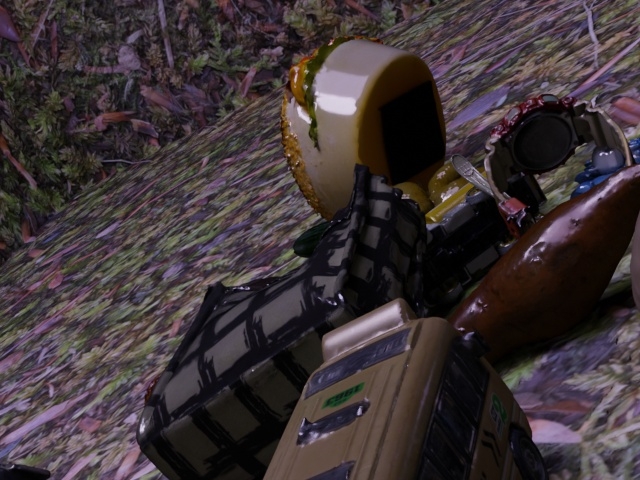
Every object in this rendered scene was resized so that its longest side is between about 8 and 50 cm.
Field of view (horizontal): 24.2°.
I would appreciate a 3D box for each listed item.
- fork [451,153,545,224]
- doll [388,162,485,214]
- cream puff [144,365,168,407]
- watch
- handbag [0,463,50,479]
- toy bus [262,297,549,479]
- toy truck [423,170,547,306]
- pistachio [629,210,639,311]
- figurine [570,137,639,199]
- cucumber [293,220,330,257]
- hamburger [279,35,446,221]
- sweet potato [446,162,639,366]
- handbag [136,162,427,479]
[{"bbox_3d":[0.226,-0.045,1.747,0.034,0.028,0.219,-37,52,-9],"label":"fork"},{"bbox_3d":[0.175,-0.038,2.007,0.209,0.097,0.137,-15,49,5],"label":"doll"},{"bbox_3d":[-0.164,0.192,1.929,0.149,0.084,0.149,-28,15,8],"label":"cream puff"},{"bbox_3d":[0.274,-0.057,1.660,0.164,0.102,0.268,-19,39,12],"label":"watch"},{"bbox_3d":[-0.365,0.400,1.494,0.275,0.178,0.302,-44,8,21],"label":"handbag"},{"bbox_3d":[0.058,0.208,1.180,0.177,0.202,0.365,-28,15,22],"label":"toy bus"},{"bbox_3d":[0.183,-0.013,1.846,0.227,0.098,0.114,-36,16,-17],"label":"toy truck"},{"bbox_3d":[0.338,0.005,1.267,0.166,0.197,0.288,-29,3,-1],"label":"pistachio"},{"bbox_3d":[0.340,-0.079,1.760,0.114,0.079,0.114,-27,21,12],"label":"figurine"},{"bbox_3d":[0.000,0.000,2.287,0.105,0.048,0.048,-22,18,43],"label":"cucumber"},{"bbox_3d":[0.060,-0.161,2.214,0.179,0.294,0.276,1,25,37],"label":"hamburger"},{"bbox_3d":[0.233,0.043,1.535,0.359,0.112,0.112,-48,8,22],"label":"sweet potato"},{"bbox_3d":[-0.026,0.097,1.682,0.325,0.162,0.327,-37,18,27],"label":"handbag"}]
